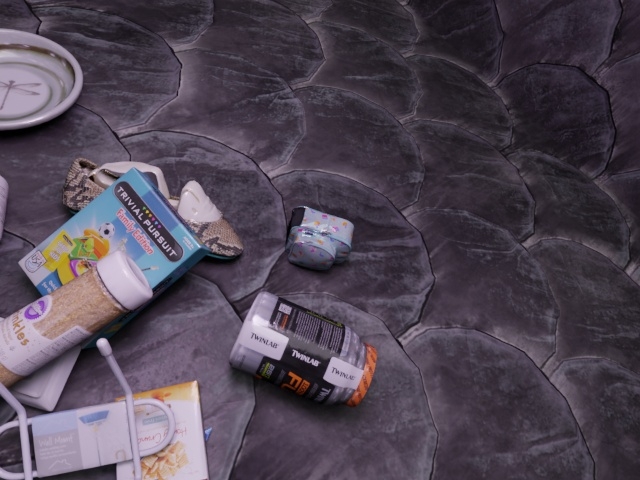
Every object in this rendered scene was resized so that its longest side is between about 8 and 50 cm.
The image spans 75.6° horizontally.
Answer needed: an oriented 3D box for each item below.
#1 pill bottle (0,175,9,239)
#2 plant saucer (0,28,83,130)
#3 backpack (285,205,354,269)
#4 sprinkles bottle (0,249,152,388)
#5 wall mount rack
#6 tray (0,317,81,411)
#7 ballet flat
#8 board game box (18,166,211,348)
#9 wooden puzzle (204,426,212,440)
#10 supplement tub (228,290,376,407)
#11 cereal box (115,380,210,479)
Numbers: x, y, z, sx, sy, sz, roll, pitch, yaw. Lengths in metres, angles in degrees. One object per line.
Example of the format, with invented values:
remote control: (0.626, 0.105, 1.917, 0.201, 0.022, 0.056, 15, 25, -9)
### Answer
pill bottle: (-0.812, -0.046, 0.954, 0.131, 0.131, 0.229, -3, 61, -21)
plant saucer: (-0.902, -0.442, 1.187, 0.401, 0.100, 0.400, 8, 57, -13)
backpack: (0.000, 0.000, 1.181, 0.189, 0.166, 0.144, 9, 58, -10)
sprinkles bottle: (-0.516, 0.162, 0.806, 0.355, 0.121, 0.121, -34, 74, -12)
wall mount rack: (-0.463, 0.335, 0.756, 0.350, 0.130, 0.304, -8, 89, -8)
tray: (-0.656, 0.242, 0.851, 0.270, 0.030, 0.145, 19, 76, -2)
ballet flat: (-0.421, -0.097, 1.077, 0.483, 0.182, 0.164, 18, 23, -7)
board game box: (-0.469, 0.037, 0.950, 0.336, 0.079, 0.254, -42, 82, -3)
wooden puzzle: (-0.303, 0.431, 0.903, 0.116, 0.014, 0.078, 13, 61, -4)
supplement tub: (-0.040, 0.265, 0.988, 0.316, 0.193, 0.193, 23, 55, -3)
cereal box: (-0.328, 0.434, 0.858, 0.173, 0.047, 0.240, -10, 63, -13)
